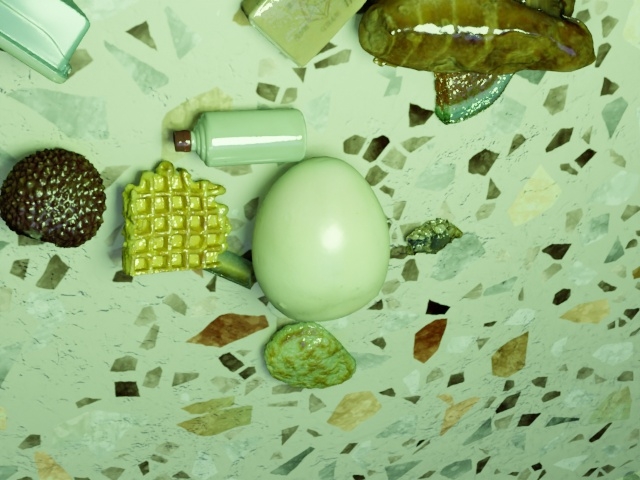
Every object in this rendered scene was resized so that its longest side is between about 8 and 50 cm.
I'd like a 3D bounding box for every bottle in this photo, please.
[{"bbox_3d":[-0.154,-0.193,1.334,0.245,0.104,0.104,-6,128,-17],"label":"bottle"}]

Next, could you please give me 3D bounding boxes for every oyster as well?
[{"bbox_3d":[0.272,-0.002,1.667,0.148,0.051,0.103,-25,138,-13],"label":"oyster"}]

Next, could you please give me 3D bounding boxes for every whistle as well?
[{"bbox_3d":[-0.257,0.025,1.491,0.326,0.057,0.068,28,119,-33],"label":"whistle"}]

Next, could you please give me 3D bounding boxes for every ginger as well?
[{"bbox_3d":[0.274,-0.414,1.271,0.417,0.254,0.176,-2,161,1],"label":"ginger"}]

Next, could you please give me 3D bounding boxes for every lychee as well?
[{"bbox_3d":[-0.477,-0.078,1.266,0.187,0.188,0.188,-10,128,-13],"label":"lychee"}]

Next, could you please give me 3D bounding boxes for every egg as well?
[{"bbox_3d":[0.000,0.000,1.420,0.282,0.283,0.345,-9,119,-13],"label":"egg"}]

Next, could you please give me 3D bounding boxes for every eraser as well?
[{"bbox_3d":[0.028,-0.472,1.204,0.343,0.078,0.144,-44,128,14],"label":"eraser"}]

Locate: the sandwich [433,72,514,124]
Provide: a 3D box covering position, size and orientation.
[{"bbox_3d":[0.319,-0.342,1.405,0.235,0.079,0.159,-34,129,7],"label":"sandwich"}]

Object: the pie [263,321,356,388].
[{"bbox_3d":[-0.032,0.287,1.755,0.201,0.090,0.248,-26,131,15],"label":"pie"}]

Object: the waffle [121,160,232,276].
[{"bbox_3d":[-0.279,-0.050,1.392,0.229,0.057,0.219,-6,105,-33],"label":"waffle"}]

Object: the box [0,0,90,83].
[{"bbox_3d":[-0.469,-0.350,1.071,0.227,0.162,0.130,33,99,-36],"label":"box"}]
